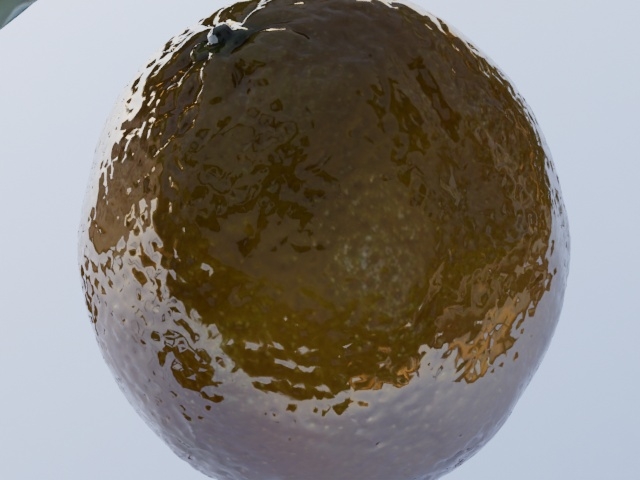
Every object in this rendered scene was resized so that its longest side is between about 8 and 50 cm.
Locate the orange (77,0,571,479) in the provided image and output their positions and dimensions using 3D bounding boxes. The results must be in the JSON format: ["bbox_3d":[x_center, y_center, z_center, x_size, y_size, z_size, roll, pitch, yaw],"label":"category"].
[{"bbox_3d":[0.000,0.000,0.986,0.264,0.264,0.264,3,-133,-3],"label":"orange"}]

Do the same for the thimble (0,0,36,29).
[{"bbox_3d":[-0.166,-0.146,0.700,0.150,0.271,0.271,52,-131,-17],"label":"thimble"}]
